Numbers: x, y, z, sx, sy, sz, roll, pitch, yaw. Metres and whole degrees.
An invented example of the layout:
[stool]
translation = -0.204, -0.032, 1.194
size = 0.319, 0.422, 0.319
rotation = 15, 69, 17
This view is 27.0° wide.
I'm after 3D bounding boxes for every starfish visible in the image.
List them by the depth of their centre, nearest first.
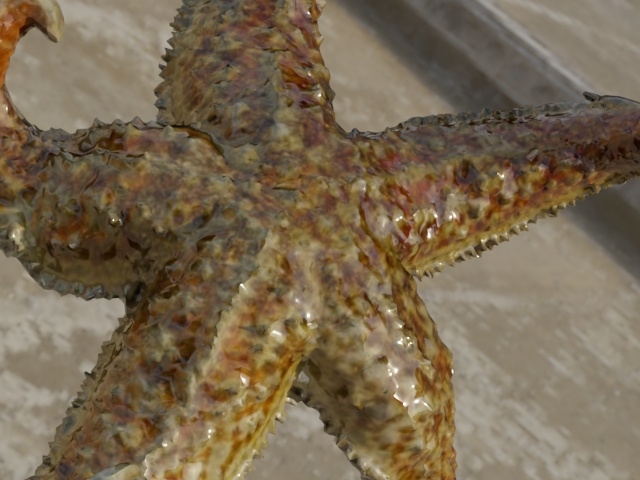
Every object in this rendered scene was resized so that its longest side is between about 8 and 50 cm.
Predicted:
[starfish]
translation = 0.003, 0.000, 0.513
size = 0.303, 0.113, 0.312
rotation = -18, 79, -21
